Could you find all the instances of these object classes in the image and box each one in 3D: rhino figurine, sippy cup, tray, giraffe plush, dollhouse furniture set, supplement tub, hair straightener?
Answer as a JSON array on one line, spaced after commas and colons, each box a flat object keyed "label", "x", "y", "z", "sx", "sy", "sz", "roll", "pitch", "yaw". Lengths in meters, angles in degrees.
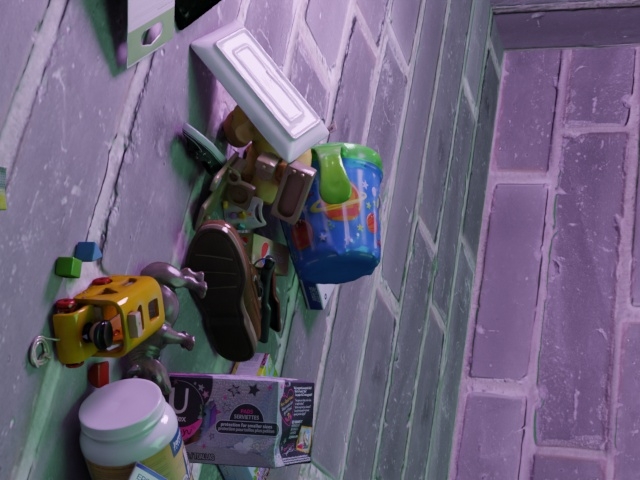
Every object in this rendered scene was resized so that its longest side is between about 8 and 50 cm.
[{"label": "rhino figurine", "x": -0.253, "y": 0.144, "z": 1.828, "sx": 0.073, "sy": 0.106, "sz": 0.243, "roll": 144, "pitch": -39, "yaw": -61}, {"label": "sippy cup", "x": 0.021, "y": -0.041, "z": 2.271, "sx": 0.305, "sy": 0.240, "sz": 0.224, "roll": 24, "pitch": 52, "yaw": -53}, {"label": "tray", "x": -0.098, "y": -0.271, "z": 2.054, "sx": 0.270, "sy": 0.030, "sz": 0.145, "roll": 51, "pitch": 42, "yaw": -1}, {"label": "giraffe plush", "x": -0.103, "y": -0.193, "z": 2.134, "sx": 0.170, "sy": 0.210, "sz": 0.181, "roll": 33, "pitch": 25, "yaw": -39}, {"label": "dollhouse furniture set", "x": -0.114, "y": -0.071, "z": 2.032, "sx": 0.123, "sy": 0.151, "sz": 0.144, "roll": -58, "pitch": 172, "yaw": -52}, {"label": "supplement tub", "x": -0.270, "y": 0.319, "z": 1.710, "sx": 0.144, "sy": 0.144, "sz": 0.199, "roll": -58, "pitch": 144, "yaw": -54}, {"label": "hair straightener", "x": -0.110, "y": 0.116, "z": 2.191, "sx": 0.089, "sy": 0.047, "sz": 0.230, "roll": -41, "pitch": 153, "yaw": -35}]

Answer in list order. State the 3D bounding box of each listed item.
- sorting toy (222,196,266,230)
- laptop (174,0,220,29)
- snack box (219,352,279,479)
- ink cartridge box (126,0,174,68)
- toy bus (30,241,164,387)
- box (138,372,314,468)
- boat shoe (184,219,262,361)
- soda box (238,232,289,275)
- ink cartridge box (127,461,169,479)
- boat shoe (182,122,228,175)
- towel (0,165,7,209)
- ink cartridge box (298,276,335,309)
[{"label": "sorting toy", "x": -0.137, "y": -0.052, "z": 2.148, "sx": 0.045, "sy": 0.075, "sz": 0.083, "roll": -48, "pitch": 134, "yaw": -60}, {"label": "laptop", "x": -0.224, "y": -0.536, "z": 1.991, "sx": 0.264, "sy": 0.137, "sz": 0.234, "roll": -44, "pitch": 137, "yaw": -27}, {"label": "snack box", "x": -0.132, "y": 0.342, "z": 2.184, "sx": 0.207, "sy": 0.070, "sz": 0.174, "roll": -70, "pitch": 152, "yaw": -43}, {"label": "ink cartridge box", "x": -0.278, "y": -0.405, "z": 1.797, "sx": 0.171, "sy": 0.056, "sz": 0.235, "roll": -52, "pitch": 156, "yaw": -57}, {"label": "toy bus", "x": -0.303, "y": 0.118, "z": 1.673, "sx": 0.191, "sy": 0.104, "sz": 0.202, "roll": 56, "pitch": 39, "yaw": -56}, {"label": "box", "x": -0.153, "y": 0.285, "z": 1.873, "sx": 0.163, "sy": 0.247, "sz": 0.142, "roll": 20, "pitch": 70, "yaw": -68}, {"label": "boat shoe", "x": -0.166, "y": 0.072, "z": 2.055, "sx": 0.104, "sy": 0.111, "sz": 0.307, "roll": -71, "pitch": 163, "yaw": -48}, {"label": "soda box", "x": -0.119, "y": 0.029, "z": 2.226, "sx": 0.181, "sy": 0.058, "sz": 0.061, "roll": 23, "pitch": 69, "yaw": -67}, {"label": "ink cartridge box", "x": -0.280, "y": 0.509, "z": 1.603, "sx": 0.176, "sy": 0.069, "sz": 0.370, "roll": 38, "pitch": 64, "yaw": -26}, {"label": "boat shoe", "x": -0.204, "y": -0.154, "z": 2.010, "sx": 0.040, "sy": 0.049, "sz": 0.142, "roll": -50, "pitch": 149, "yaw": -4}, {"label": "towel", "x": -0.424, "y": -0.069, "z": 1.479, "sx": 0.083, "sy": 0.009, "sz": 0.060, "roll": 12, "pitch": 79, "yaw": -69}, {"label": "ink cartridge box", "x": 0.000, "y": 0.000, "z": 2.555, "sx": 0.224, "sy": 0.045, "sz": 0.223, "roll": -67, "pitch": 149, "yaw": -46}]
